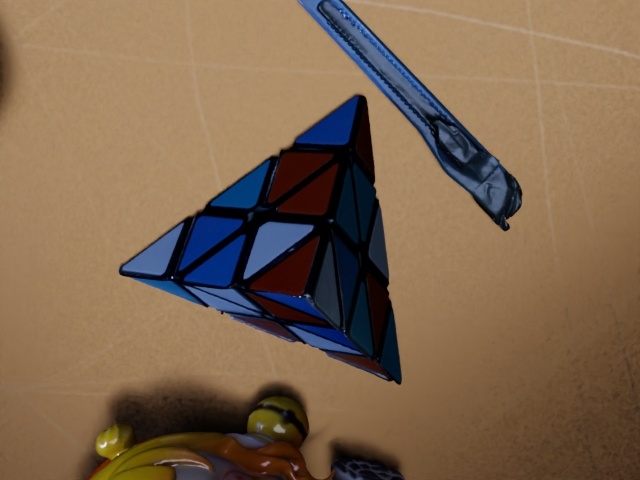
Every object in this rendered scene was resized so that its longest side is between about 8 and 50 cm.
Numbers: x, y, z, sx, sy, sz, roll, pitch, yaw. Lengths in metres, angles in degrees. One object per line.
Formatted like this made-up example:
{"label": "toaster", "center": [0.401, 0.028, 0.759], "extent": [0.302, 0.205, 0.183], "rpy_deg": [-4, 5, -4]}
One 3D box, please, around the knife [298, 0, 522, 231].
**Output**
{"label": "knife", "center": [0.084, -0.125, 1.479], "extent": [0.044, 0.026, 0.296], "rpy_deg": [-42, 100, 16]}

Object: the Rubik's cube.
{"label": "Rubik's cube", "center": [0.000, 0.000, 1.391], "extent": [0.284, 0.234, 0.250], "rpy_deg": [27, 96, -6]}

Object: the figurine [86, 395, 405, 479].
{"label": "figurine", "center": [-0.092, 0.288, 1.454], "extent": [0.323, 0.196, 0.320], "rpy_deg": [22, 55, -14]}
